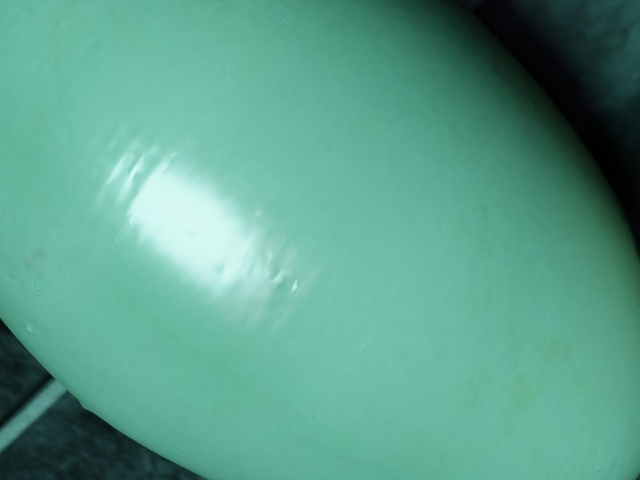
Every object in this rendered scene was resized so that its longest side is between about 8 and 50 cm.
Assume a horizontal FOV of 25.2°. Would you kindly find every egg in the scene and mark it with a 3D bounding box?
[{"bbox_3d":[0.000,0.000,0.615,0.371,0.230,0.230,38,118,-21],"label":"egg"}]
